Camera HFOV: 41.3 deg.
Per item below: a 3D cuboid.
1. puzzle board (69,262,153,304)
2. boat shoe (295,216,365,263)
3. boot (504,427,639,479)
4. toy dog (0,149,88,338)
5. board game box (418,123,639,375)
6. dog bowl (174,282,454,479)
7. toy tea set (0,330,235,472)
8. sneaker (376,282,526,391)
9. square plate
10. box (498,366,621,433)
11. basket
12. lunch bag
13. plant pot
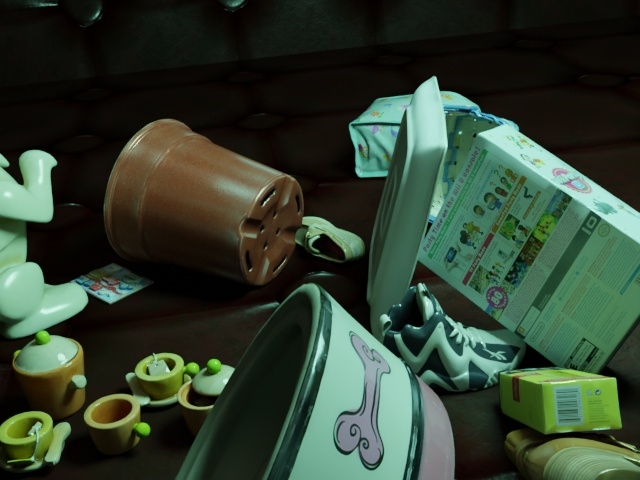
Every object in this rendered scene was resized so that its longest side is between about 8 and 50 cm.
[{"bbox_3d":[-0.378,0.074,1.532,0.128,0.011,0.096,20,35,40],"label":"puzzle board"},{"bbox_3d":[0.000,0.000,1.561,0.170,0.063,0.059,17,27,36],"label":"boat shoe"},{"bbox_3d":[0.350,0.273,0.912,0.283,0.109,0.220,11,-3,-9],"label":"boot"},{"bbox_3d":[-0.614,-0.044,1.358,0.284,0.408,0.395,17,33,39],"label":"toy dog"},{"bbox_3d":[0.307,0.017,1.163,0.303,0.224,0.097,39,36,22],"label":"board game box"},{"bbox_3d":[-0.038,0.248,0.712,0.150,0.408,0.408,29,25,-9],"label":"dog bowl"},{"bbox_3d":[-0.276,0.190,1.141,0.335,0.124,0.200,-7,26,-5],"label":"toy tea set"},{"bbox_3d":[0.178,0.124,1.170,0.234,0.153,0.094,-9,27,-9],"label":"sneaker"},{"bbox_3d":[0.126,-0.053,1.328,0.049,0.344,0.347,13,26,-1],"label":"square plate"},{"bbox_3d":[0.275,0.186,1.010,0.087,0.058,0.232,-4,-5,1],"label":"box"},{"bbox_3d":[0.256,-0.136,1.584,0.201,0.255,0.289,18,22,34],"label":"basket"},{"bbox_3d":[0.225,-0.240,1.917,0.262,0.160,0.223,-1,25,21],"label":"lunch bag"},{"bbox_3d":[-0.191,-0.052,1.504,0.265,0.273,0.272,19,33,26],"label":"plant pot"}]
